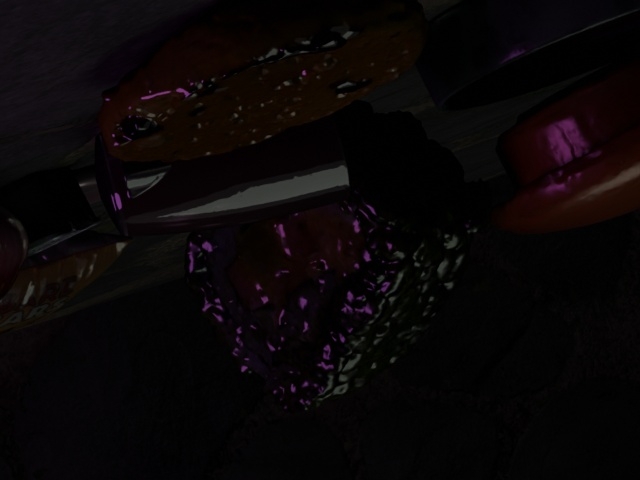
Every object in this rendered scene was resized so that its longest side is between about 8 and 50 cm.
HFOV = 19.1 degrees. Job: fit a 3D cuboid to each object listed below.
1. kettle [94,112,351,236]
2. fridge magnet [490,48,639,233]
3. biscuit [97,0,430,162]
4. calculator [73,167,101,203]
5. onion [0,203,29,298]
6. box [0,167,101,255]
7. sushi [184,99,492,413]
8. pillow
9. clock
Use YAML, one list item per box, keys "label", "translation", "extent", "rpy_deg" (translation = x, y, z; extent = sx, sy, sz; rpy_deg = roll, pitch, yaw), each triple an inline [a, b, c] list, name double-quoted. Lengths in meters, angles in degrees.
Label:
- label: "kettle"
  translation: [-0.102, -0.083, 1.831]
  extent: [0.232, 0.144, 0.202]
  rpy_deg: [-14, -175, -5]
- label: "fridge magnet"
  translation: [0.342, -0.116, 2.116]
  extent: [0.363, 0.155, 0.363]
  rpy_deg: [-28, 178, -1]
- label: "biscuit"
  translation: [-0.048, -0.146, 1.585]
  extent: [0.296, 0.075, 0.296]
  rpy_deg: [-18, 171, -3]
- label: "calculator"
  translation: [-0.254, -0.059, 2.105]
  extent: [0.103, 0.024, 0.166]
  rpy_deg: [-22, 175, 23]
- label: "onion"
  translation: [-0.391, 0.047, 1.889]
  extent: [0.230, 0.163, 0.230]
  rpy_deg: [-27, -179, 1]
- label: "box"
  translation: [-0.300, -0.025, 1.998]
  extent: [0.122, 0.069, 0.084]
  rpy_deg: [-23, -179, 37]
- label: "sushi"
  translation: [0.000, 0.000, 2.141]
  extent: [0.178, 0.294, 0.352]
  rpy_deg: [-22, 153, -45]
- label: "pillow"
  translation: [-0.421, 0.063, 2.257]
  extent: [0.310, 0.119, 0.312]
  rpy_deg: [-12, 174, -39]
- label: "clock"
  translation: [0.280, -0.235, 1.996]
  extent: [0.386, 0.076, 0.386]
  rpy_deg: [-20, 176, -1]
